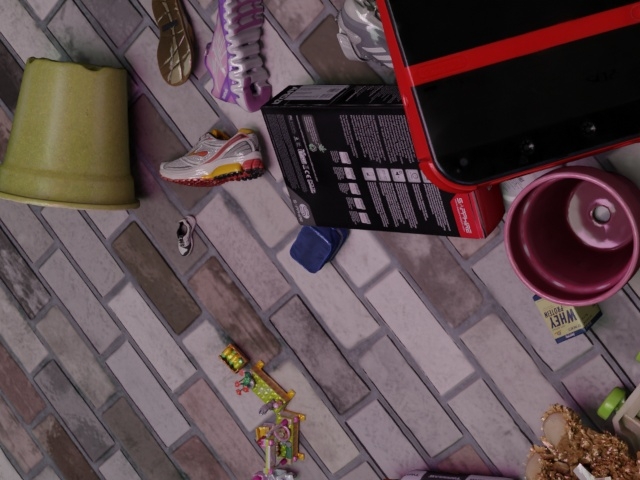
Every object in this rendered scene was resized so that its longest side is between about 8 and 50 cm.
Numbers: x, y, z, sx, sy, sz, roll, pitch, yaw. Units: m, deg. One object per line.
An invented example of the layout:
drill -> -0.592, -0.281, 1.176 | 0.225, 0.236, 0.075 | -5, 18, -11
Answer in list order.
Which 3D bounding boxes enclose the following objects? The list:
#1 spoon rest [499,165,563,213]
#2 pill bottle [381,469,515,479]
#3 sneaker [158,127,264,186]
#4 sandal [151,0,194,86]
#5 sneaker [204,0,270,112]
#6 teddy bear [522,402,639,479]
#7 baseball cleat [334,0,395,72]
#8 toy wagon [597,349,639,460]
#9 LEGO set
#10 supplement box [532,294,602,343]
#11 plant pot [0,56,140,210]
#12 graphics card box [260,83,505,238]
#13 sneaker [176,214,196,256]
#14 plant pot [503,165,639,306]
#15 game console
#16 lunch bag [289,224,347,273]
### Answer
spoon rest -> 0.273, -0.156, 1.893 | 0.137, 0.084, 0.276 | -33, 100, 35
pill bottle -> 0.212, 0.461, 2.074 | 0.245, 0.130, 0.131 | -1, 104, 31
sneaker -> -0.194, -0.147, 2.168 | 0.225, 0.088, 0.093 | -8, 80, 32
sandal -> -0.255, -0.364, 2.152 | 0.072, 0.049, 0.180 | -14, 83, 27
sneaker -> -0.156, -0.337, 2.075 | 0.104, 0.095, 0.237 | 8, 110, 37
teddy bear -> 0.463, 0.384, 1.853 | 0.338, 0.113, 0.245 | 14, 106, 35
baseball cleat -> 0.106, -0.304, 1.951 | 0.206, 0.072, 0.109 | 52, 139, 9
toy wagon -> 0.560, 0.308, 1.861 | 0.267, 0.068, 0.344 | 37, 121, 16
LEGO set -> -0.114, 0.330, 2.241 | 0.132, 0.107, 0.287 | -14, 98, 33
supplement box -> 0.386, 0.102, 1.889 | 0.056, 0.083, 0.083 | -28, 91, 35
plant pot -> -0.456, -0.200, 2.210 | 0.276, 0.276, 0.254 | 10, 99, 28
graphics card box -> 0.096, -0.129, 1.921 | 0.370, 0.094, 0.233 | 3, 124, 38
sneaker -> -0.257, -0.007, 2.265 | 0.031, 0.037, 0.083 | 18, 115, 23
plant pot -> 0.395, -0.023, 1.787 | 0.201, 0.180, 0.201 | 10, 110, 28
game console -> 0.294, -0.268, 1.719 | 0.386, 0.060, 0.342 | -17, 93, -8
lunch bag -> 0.000, 0.000, 2.096 | 0.067, 0.065, 0.098 | 42, 131, 9
